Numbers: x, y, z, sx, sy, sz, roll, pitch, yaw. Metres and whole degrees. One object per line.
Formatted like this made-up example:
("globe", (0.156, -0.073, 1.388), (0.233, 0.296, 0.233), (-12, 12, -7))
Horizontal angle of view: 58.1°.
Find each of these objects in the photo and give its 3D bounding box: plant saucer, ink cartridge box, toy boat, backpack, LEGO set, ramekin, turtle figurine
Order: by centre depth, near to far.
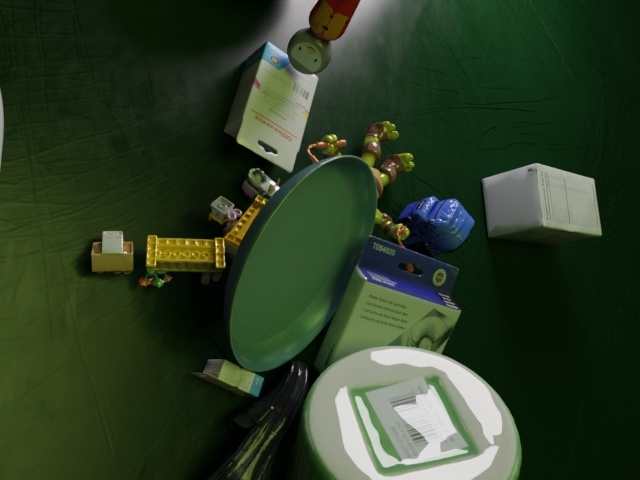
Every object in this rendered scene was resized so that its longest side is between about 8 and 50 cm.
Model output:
("ramekin", (0.107, 0.278, 0.749), (0.303, 0.304, 0.148), (-29, 136, -39))
("ink cartridge box", (-0.123, 0.180, 0.765), (0.083, 0.048, 0.028), (34, 61, -29))
("LEGO set", (-0.153, 0.016, 0.771), (0.287, 0.107, 0.132), (-31, 65, -35))
("plant saucer", (-0.026, 0.028, 0.782), (0.317, 0.044, 0.317), (-43, 149, -35))
("toy boat", (-0.057, -0.406, 0.877), (0.268, 0.148, 0.318), (-9, 60, -42))
("ink cartridge box", (-0.078, -0.194, 0.878), (0.104, 0.062, 0.181), (28, 63, -31))
("ink cartridge box", (0.123, 0.127, 0.920), (0.223, 0.045, 0.223), (18, 96, -35))
("turtle figurine", (0.087, -0.088, 0.973), (0.269, 0.087, 0.217), (47, 48, -15))
("backpack", (0.203, -0.024, 1.030), (0.101, 0.120, 0.098), (47, 56, -22))

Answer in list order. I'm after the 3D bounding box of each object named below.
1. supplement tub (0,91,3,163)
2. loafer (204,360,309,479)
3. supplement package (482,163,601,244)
("supplement tub", (-0.450, -0.092, 0.468), (0.316, 0.194, 0.193), (3, 78, -40))
("loafer", (-0.083, 0.250, 0.764), (0.078, 0.076, 0.223), (32, 56, -5))
("supplement package", (0.485, -0.073, 1.260), (0.244, 0.134, 0.138), (6, 77, -39))
